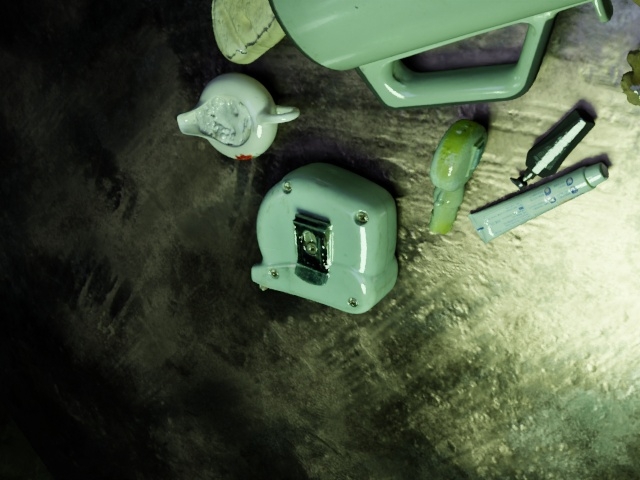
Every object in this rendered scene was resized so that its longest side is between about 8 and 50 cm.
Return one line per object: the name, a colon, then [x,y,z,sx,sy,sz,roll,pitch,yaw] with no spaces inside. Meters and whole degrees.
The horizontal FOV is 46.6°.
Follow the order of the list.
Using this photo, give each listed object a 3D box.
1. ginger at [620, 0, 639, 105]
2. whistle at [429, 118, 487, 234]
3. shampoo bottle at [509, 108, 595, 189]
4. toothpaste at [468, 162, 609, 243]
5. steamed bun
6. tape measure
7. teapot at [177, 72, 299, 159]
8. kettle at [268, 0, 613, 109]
ginger: [0.399,-0.228,0.864,0.133,0.059,0.214,-35,93,37]
whistle: [0.193,-0.083,1.069,0.057,0.104,0.198,29,140,24]
shampoo bottle: [0.311,-0.119,1.004,0.048,0.027,0.137,38,130,2]
toothpaste: [0.301,-0.054,1.045,0.218,0.033,0.052,-29,95,44]
steamed bun: [-0.089,-0.370,1.109,0.231,0.110,0.212,63,147,18]
tape measure: [0.000,0.001,1.224,0.243,0.125,0.246,14,121,29]
teapot: [-0.126,-0.207,1.228,0.226,0.092,0.145,0,116,34]
kettle: [0.162,-0.321,0.901,0.376,0.250,0.361,-9,136,40]
